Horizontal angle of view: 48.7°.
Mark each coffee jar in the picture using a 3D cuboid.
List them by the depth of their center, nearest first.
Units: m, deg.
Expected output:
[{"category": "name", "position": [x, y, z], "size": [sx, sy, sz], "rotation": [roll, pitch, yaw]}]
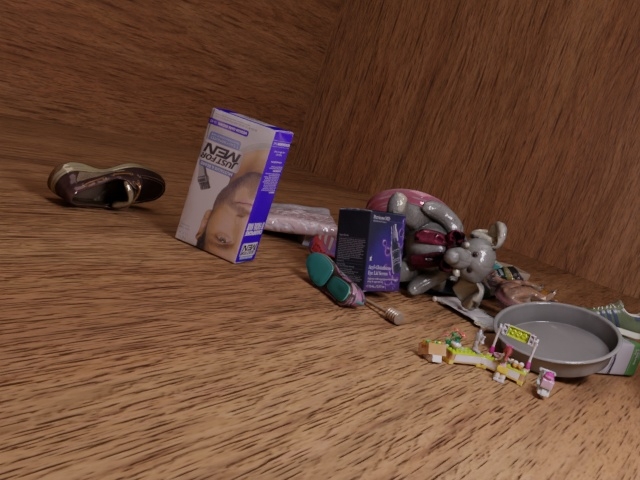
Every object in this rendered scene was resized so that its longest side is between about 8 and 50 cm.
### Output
[{"category": "coffee jar", "position": [0.511, 0.131, 2.120], "size": [0.185, 0.079, 0.096], "rotation": [-9, 20, -1]}]

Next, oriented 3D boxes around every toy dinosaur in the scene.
[{"category": "toy dinosaur", "position": [0.521, 0.155, 1.948], "size": [0.201, 0.127, 0.295], "rotation": [18, 7, -13]}]

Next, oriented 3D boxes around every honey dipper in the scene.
[{"category": "honey dipper", "position": [0.137, 0.157, 1.683], "size": [0.031, 0.030, 0.161], "rotation": [10, 11, -37]}]

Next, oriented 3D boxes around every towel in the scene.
[{"category": "towel", "position": [-0.118, -0.075, 2.244], "size": [0.332, 0.053, 0.317], "rotation": [7, 11, -4]}]

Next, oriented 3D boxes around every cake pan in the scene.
[{"category": "cake pan", "position": [0.559, 0.234, 1.683], "size": [0.293, 0.054, 0.293], "rotation": [-1, 23, 0]}]

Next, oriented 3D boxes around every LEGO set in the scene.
[{"category": "LEGO set", "position": [0.351, 0.224, 1.478], "size": [0.287, 0.107, 0.132], "rotation": [19, 10, 2]}]

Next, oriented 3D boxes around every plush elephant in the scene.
[{"category": "plush elephant", "position": [0.348, 0.038, 1.894], "size": [0.330, 0.271, 0.255], "rotation": [9, 5, -37]}]

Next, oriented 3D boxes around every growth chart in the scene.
[{"category": "growth chart", "position": [0.425, 0.202, 1.955], "size": [0.172, 0.021, 0.237], "rotation": [11, 13, -36]}]

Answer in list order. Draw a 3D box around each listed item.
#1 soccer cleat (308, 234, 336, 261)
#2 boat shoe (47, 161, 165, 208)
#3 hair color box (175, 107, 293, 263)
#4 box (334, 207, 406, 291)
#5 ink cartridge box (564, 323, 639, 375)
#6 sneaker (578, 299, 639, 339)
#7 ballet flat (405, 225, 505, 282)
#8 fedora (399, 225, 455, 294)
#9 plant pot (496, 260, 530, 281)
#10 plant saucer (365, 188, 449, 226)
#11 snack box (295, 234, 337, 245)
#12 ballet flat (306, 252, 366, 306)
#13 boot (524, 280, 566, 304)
[{"category": "soccer cleat", "position": [0.017, 0.041, 1.953], "size": [0.095, 0.083, 0.248], "rotation": [6, 18, -31]}, {"category": "boat shoe", "position": [-0.524, -0.126, 1.825], "size": [0.123, 0.123, 0.342], "rotation": [40, 20, 28]}, {"category": "hair color box", "position": [-0.213, -0.134, 1.733], "size": [0.185, 0.338, 0.110], "rotation": [22, 13, 19]}, {"category": "box", "position": [0.125, 0.025, 1.804], "size": [0.108, 0.207, 0.153], "rotation": [7, 2, 42]}, {"category": "ink cartridge box", "position": [0.709, 0.277, 1.852], "size": [0.220, 0.092, 0.160], "rotation": [11, 12, -36]}, {"category": "sneaker", "position": [0.776, 0.194, 1.894], "size": [0.192, 0.086, 0.064], "rotation": [20, 9, 10]}, {"category": "ballet flat", "position": [0.435, 0.086, 2.374], "size": [0.409, 0.146, 0.147], "rotation": [27, 13, 28]}, {"category": "fedora", "position": [0.295, 0.049, 2.166], "size": [0.334, 0.152, 0.334], "rotation": [18, 11, -4]}, {"category": "plant pot", "position": [0.639, 0.137, 2.449], "size": [0.109, 0.096, 0.109], "rotation": [13, 11, -25]}, {"category": "plant saucer", "position": [0.314, -0.050, 2.508], "size": [0.332, 0.084, 0.332], "rotation": [13, -32, 8]}, {"category": "snack box", "position": [0.000, 0.000, 2.232], "size": [0.141, 0.037, 0.100], "rotation": [14, 12, -17]}, {"category": "ballet flat", "position": [0.039, 0.103, 1.709], "size": [0.079, 0.077, 0.221], "rotation": [33, 4, -37]}, {"category": "boot", "position": [0.663, 0.207, 2.108], "size": [0.295, 0.104, 0.211], "rotation": [24, 11, 9]}]
